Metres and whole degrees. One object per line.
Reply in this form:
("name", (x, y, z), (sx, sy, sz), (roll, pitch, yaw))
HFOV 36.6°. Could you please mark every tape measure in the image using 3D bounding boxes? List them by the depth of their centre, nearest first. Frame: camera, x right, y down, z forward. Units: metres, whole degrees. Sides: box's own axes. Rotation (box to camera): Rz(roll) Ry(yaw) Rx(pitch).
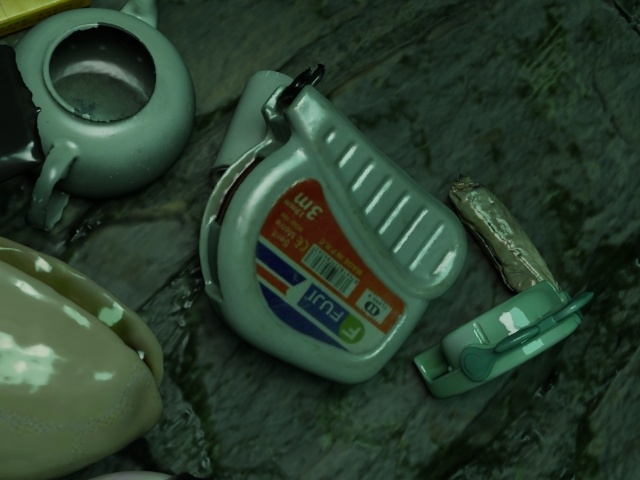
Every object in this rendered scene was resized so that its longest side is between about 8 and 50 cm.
("tape measure", (0.001, -0.001, 0.942), (0.243, 0.125, 0.246), (40, 86, -20))

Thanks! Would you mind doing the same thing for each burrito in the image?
("burrito", (0.204, 0.003, 1.075), (0.058, 0.045, 0.188), (-18, 73, -52))

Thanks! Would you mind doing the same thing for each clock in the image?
("clock", (0.187, 0.092, 0.961), (0.148, 0.188, 0.060), (-25, 81, -24))

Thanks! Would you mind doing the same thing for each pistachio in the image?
("pistachio", (-0.292, 0.099, 0.814), (0.332, 0.208, 0.226), (19, 109, -3))

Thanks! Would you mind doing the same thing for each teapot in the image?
("teapot", (-0.219, -0.140, 0.955), (0.193, 0.129, 0.294), (23, 67, -7))

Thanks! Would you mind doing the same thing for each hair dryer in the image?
("hair dryer", (0.012, -0.079, 1.036), (0.236, 0.073, 0.131), (23, 66, -10))

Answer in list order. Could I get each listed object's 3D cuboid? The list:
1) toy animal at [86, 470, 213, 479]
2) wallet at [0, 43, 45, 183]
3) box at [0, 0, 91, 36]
("toy animal", (-0.212, 0.297, 0.753), (0.310, 0.251, 0.251), (-17, 77, -25))
("wallet", (-0.403, -0.047, 0.781), (0.378, 0.051, 0.197), (-24, 44, -6))
("box", (-0.391, -0.268, 0.996), (0.269, 0.043, 0.152), (-26, 81, -22))
